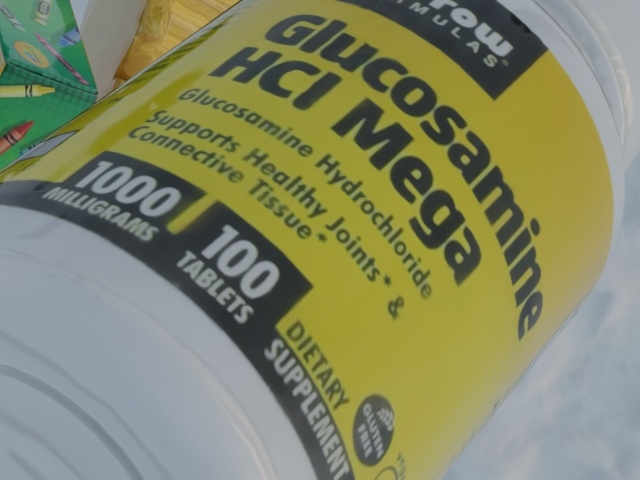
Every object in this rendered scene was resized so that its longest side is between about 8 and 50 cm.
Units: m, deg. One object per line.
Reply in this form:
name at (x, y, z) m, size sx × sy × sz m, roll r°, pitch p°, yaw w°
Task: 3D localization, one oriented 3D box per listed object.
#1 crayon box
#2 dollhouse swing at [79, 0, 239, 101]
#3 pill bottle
crayon box at (-0.269, -0.121, 1.405) m, size 0.081 × 0.278 × 0.165 m, roll 19°, pitch 112°, yaw -24°
dollhouse swing at (-0.066, -0.213, 1.677) m, size 0.305 × 0.315 × 0.346 m, roll 22°, pitch 75°, yaw -21°
pill bottle at (0.000, 0.000, 0.646) m, size 0.188 × 0.334 × 0.188 m, roll 21°, pitch 132°, yaw 25°
